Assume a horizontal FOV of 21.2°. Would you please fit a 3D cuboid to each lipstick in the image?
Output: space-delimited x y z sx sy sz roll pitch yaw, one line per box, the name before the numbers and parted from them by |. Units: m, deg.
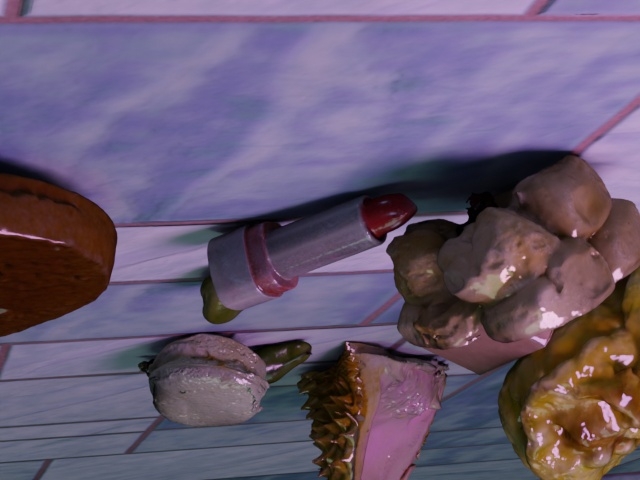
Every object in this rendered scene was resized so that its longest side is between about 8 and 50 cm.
lipstick | 0.001 0.000 1.376 0.186 0.063 0.057 -20 164 28

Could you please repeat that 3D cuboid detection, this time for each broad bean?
broad bean | -0.077 0.046 1.548 0.063 0.045 0.083 6 153 -45
broad bean | -0.104 0.146 1.921 0.195 0.046 0.061 -4 154 3

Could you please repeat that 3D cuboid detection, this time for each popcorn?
popcorn | 0.283 0.152 1.756 0.225 0.174 0.286 -45 171 -19

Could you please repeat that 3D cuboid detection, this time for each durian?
durian | 0.054 0.239 2.073 0.185 0.196 0.305 -3 169 14

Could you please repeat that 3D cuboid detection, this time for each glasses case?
glasses case | 0.161 0.074 1.744 0.102 0.070 0.193 25 161 -8

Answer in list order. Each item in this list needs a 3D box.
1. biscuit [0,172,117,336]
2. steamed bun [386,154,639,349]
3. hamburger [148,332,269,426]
biscuit | -0.351 0.017 1.266 0.394 0.070 0.350 -14 162 25
steamed bun | 0.153 0.001 1.328 0.192 0.106 0.177 -27 -169 -29
hamburger | -0.123 0.156 1.848 0.133 0.062 0.140 16 142 -13
